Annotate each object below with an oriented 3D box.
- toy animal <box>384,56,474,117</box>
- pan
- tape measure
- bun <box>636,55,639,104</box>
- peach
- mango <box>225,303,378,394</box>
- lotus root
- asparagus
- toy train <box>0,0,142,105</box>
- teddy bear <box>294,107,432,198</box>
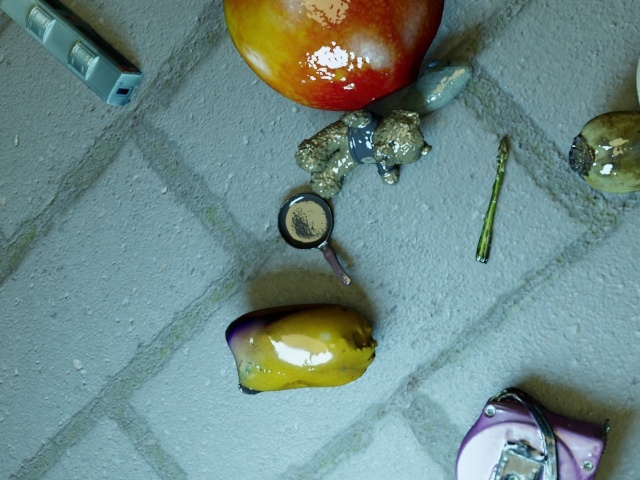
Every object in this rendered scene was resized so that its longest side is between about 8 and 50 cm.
[{"bbox_3d":[0.169,-0.263,1.444,0.253,0.070,0.079,-21,51,31],"label":"toy animal"},{"bbox_3d":[0.002,0.001,1.521,0.115,0.040,0.212,-42,72,16],"label":"pan"},{"bbox_3d":[0.355,0.387,1.359,0.232,0.149,0.245,14,97,17],"label":"tape measure"},{"bbox_3d":[0.629,-0.246,1.170,0.299,0.165,0.298,0,74,1],"label":"bun"},{"bbox_3d":[0.030,-0.397,1.313,0.389,0.388,0.387,1,93,20],"label":"peach"},{"bbox_3d":[-0.037,0.200,1.473,0.288,0.201,0.152,-6,71,9],"label":"mango"},{"bbox_3d":[0.519,-0.143,1.289,0.214,0.138,0.138,5,95,7],"label":"lotus root"},{"bbox_3d":[0.312,-0.072,1.419,0.022,0.023,0.232,7,98,-26],"label":"asparagus"},{"bbox_3d":[-0.553,-0.442,1.673,0.409,0.089,0.086,41,110,13],"label":"toy train"},{"bbox_3d":[0.075,-0.181,1.443,0.252,0.182,0.129,-11,57,25],"label":"teddy bear"}]
